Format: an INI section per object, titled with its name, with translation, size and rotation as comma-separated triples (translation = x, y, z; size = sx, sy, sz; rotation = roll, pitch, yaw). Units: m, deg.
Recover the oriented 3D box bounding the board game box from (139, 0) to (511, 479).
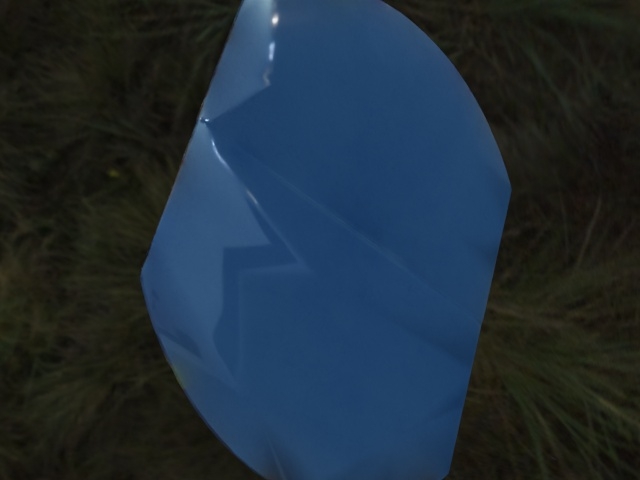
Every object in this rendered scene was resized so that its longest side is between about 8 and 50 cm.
[board game box]
translation = 0.000, 0.000, 0.377
size = 0.033, 0.133, 0.168
rotation = -13, 52, 46
